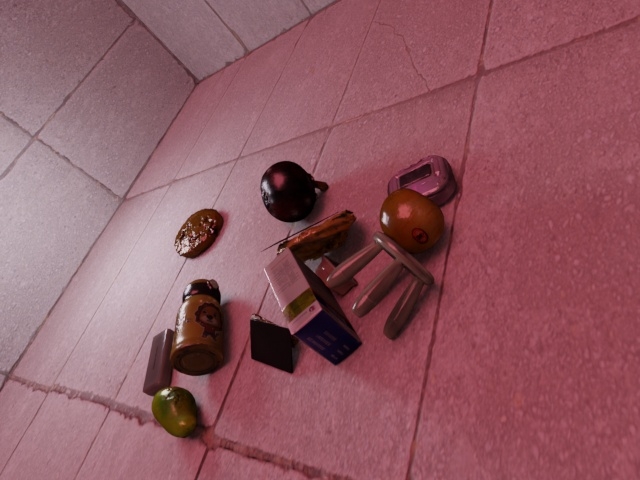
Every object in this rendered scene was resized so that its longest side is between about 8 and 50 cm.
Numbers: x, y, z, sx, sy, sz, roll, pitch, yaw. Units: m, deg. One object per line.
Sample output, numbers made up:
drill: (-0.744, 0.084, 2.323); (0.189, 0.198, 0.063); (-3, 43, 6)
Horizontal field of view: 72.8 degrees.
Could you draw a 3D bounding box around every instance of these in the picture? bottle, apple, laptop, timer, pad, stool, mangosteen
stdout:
bottle: (-0.429, 0.284, 1.541); (0.171, 0.171, 0.351); (-33, 39, 17)
apple: (0.246, -0.049, 1.190); (0.155, 0.182, 0.182); (-55, 37, 1)
laptop: (-0.150, 0.314, 1.312); (0.197, 0.016, 0.135); (4, 97, 44)
timer: (0.303, -0.167, 1.330); (0.208, 0.069, 0.191); (-27, 38, 26)
pad: (-0.068, -0.027, 1.397); (0.243, 0.004, 0.163); (-27, 1, -28)
stool: (0.156, 0.106, 1.117); (0.199, 0.195, 0.195); (-47, 37, 2)
mangosteen: (-0.091, -0.191, 1.635); (0.261, 0.236, 0.235); (-19, 32, -20)

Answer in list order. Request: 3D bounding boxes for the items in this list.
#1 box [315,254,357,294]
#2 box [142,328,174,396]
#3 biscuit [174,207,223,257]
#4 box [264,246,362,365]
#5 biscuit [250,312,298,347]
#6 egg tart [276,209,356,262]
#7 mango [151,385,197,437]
box: (0.043, 0.107, 1.318); (0.062, 0.089, 0.122); (-55, 36, 7)
box: (-0.608, 0.459, 1.651); (0.103, 0.055, 0.244); (-31, 39, 19)
biscuit: (-0.594, -0.043, 2.081); (0.295, 0.075, 0.296); (-25, 42, 26)
box: (-0.029, 0.179, 1.224); (0.106, 0.200, 0.299); (-42, 37, 4)
biscuit: (-0.148, 0.280, 1.361); (0.199, 0.064, 0.034); (14, 62, 48)
egg tart: (0.000, 0.000, 1.394); (0.290, 0.107, 0.291); (-26, 1, 1)
mango: (-0.455, 0.542, 1.383); (0.232, 0.111, 0.126); (10, 68, 47)
